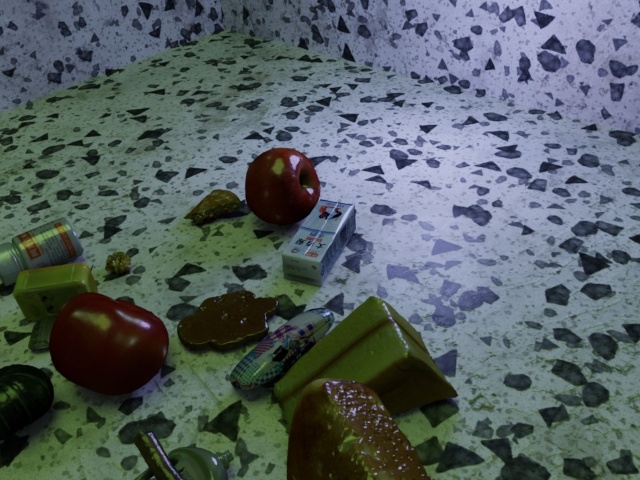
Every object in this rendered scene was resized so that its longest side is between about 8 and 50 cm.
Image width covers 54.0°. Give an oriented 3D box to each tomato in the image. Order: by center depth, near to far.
[{"bbox_3d":[-0.533,0.258,1.560,0.299,0.299,0.226,23,85,32],"label":"tomato"}]

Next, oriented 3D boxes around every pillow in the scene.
[{"bbox_3d":[-0.700,0.248,1.756,0.218,0.033,0.130,-8,36,-5],"label":"pillow"}]

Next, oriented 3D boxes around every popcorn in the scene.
[{"bbox_3d":[-0.637,0.071,1.971,0.083,0.057,0.082,-25,40,-22],"label":"popcorn"}]

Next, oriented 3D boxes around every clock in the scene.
[{"bbox_3d":[-0.758,0.148,1.807,0.203,0.143,0.096,-9,44,-6],"label":"clock"}]

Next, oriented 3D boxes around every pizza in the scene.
[{"bbox_3d":[-0.380,-0.106,2.185,0.199,0.062,0.188,-29,30,-20],"label":"pizza"}]

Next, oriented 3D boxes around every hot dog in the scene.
[{"bbox_3d":[0.072,0.471,1.220,0.185,0.223,0.405,18,23,-39],"label":"hot dog"}]

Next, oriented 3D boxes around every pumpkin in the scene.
[{"bbox_3d":[-0.740,0.385,1.482,0.212,0.152,0.211,-18,29,11],"label":"pumpkin"}]

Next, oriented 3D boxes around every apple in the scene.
[{"bbox_3d":[-0.127,-0.178,2.091,0.217,0.260,0.260,-9,29,36],"label":"apple"}]

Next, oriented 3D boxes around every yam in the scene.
[{"bbox_3d":[-0.266,0.500,1.217,0.045,0.045,0.327,-40,60,-11],"label":"yam"}]

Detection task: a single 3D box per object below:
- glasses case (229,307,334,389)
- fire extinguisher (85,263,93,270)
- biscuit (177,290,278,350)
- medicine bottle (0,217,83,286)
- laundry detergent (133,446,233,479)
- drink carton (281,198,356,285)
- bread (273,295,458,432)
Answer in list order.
[{"bbox_3d":[-0.094,0.271,1.601,0.327,0.076,0.125,-35,14,-35],"label":"glasses case"},{"bbox_3d":[-0.783,0.117,1.940,0.157,0.045,0.078,-7,65,-4],"label":"fire extinguisher"},{"bbox_3d":[-0.251,0.222,1.737,0.291,0.041,0.208,-16,39,-17],"label":"biscuit"},{"bbox_3d":[-0.895,0.037,1.975,0.252,0.144,0.144,-30,43,-26],"label":"medicine bottle"},{"bbox_3d":[-0.290,0.518,1.298,0.253,0.091,0.181,-32,46,-32],"label":"laundry detergent"},{"bbox_3d":[0.000,0.000,1.957,0.131,0.106,0.315,10,39,21],"label":"drink carton"},{"bbox_3d":[0.090,0.348,1.523,0.362,0.245,0.233,-39,36,7],"label":"bread"}]
